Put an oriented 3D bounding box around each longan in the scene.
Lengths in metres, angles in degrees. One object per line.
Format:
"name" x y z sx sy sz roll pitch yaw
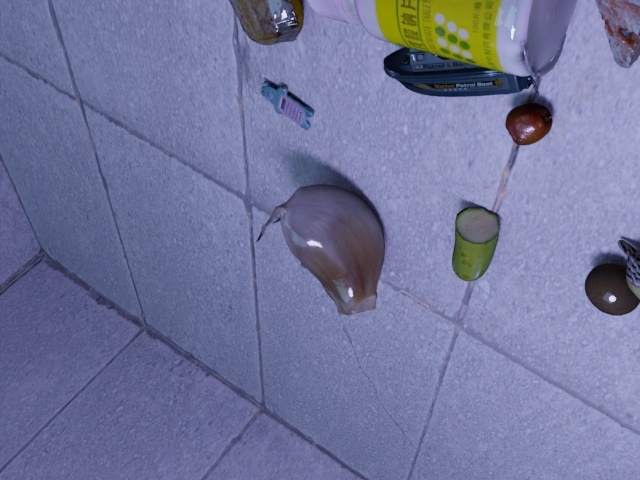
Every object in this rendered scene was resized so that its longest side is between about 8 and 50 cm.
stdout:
"longan" 0.545 0.091 1.422 0.113 0.092 0.113 33 -179 -1

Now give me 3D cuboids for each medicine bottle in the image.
"medicine bottle" 0.175 -0.386 1.128 0.379 0.213 0.213 24 145 30

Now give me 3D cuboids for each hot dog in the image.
"hot dog" -0.125 -0.503 1.463 0.163 0.082 0.270 -1 122 42

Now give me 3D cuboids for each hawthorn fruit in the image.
"hawthorn fruit" 0.355 -0.200 1.298 0.077 0.077 0.077 29 147 21

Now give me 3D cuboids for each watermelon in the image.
"watermelon" 0.407 -0.328 1.022 0.154 0.094 0.241 41 176 34

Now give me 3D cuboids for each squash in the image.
"squash" 0.323 0.024 1.601 0.095 0.095 0.188 28 150 24

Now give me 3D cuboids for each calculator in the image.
"calculator" -0.076 -0.306 1.710 0.141 0.019 0.094 37 152 9

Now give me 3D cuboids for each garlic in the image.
"garlic" 0.000 0.000 1.799 0.340 0.246 0.231 38 165 -24

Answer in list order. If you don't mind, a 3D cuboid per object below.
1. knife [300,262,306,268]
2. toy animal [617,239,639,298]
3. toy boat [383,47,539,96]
"knife" 0.006 0.052 2.069 0.210 0.015 0.028 -16 110 55
"toy animal" 0.579 0.046 1.332 0.137 0.098 0.098 61 152 12
"toy boat" 0.222 -0.303 1.273 0.296 0.114 0.122 10 144 42
